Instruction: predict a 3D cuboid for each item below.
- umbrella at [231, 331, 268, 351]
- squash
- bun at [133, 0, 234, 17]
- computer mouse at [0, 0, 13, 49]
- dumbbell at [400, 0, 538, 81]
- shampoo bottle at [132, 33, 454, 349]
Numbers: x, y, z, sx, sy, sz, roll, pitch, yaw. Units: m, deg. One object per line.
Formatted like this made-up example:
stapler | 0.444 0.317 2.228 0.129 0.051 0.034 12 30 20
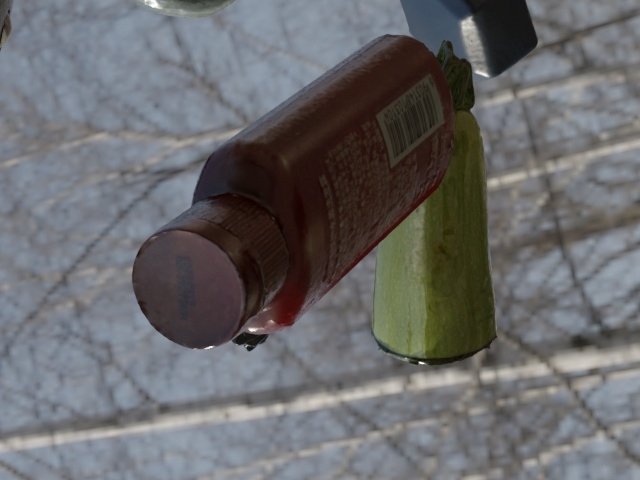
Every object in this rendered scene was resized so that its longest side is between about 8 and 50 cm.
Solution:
umbrella | 0.000 0.000 1.644 0.059 0.235 0.066 41 -164 2
squash | 0.084 -0.031 1.318 0.094 0.094 0.224 -30 -52 -50
bun | -0.067 -0.143 0.865 0.083 0.045 0.083 -4 -78 -18
computer mouse | -0.267 -0.093 1.281 0.056 0.245 0.126 31 -152 -14
dumbbell | 0.230 -0.294 1.838 0.325 0.144 0.160 -37 -46 -16
shampoo bottle | -0.007 -0.028 1.108 0.314 0.076 0.118 -42 -43 -57
